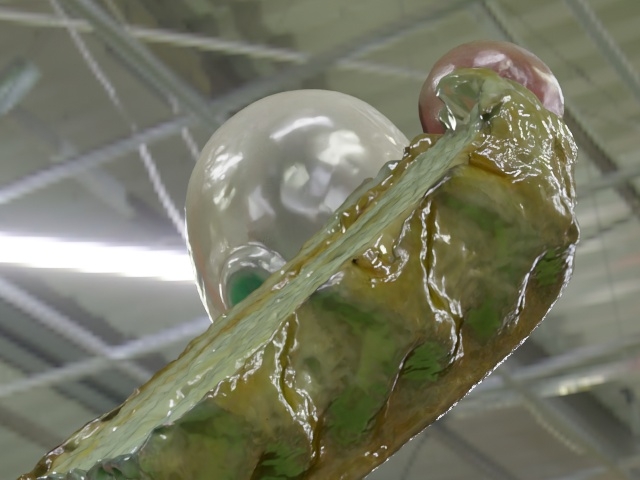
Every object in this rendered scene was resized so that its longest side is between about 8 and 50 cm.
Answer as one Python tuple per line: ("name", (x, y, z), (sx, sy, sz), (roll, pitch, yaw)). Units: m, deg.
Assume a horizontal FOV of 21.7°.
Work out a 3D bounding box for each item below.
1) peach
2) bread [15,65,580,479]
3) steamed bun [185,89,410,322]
("peach", (0.095, -0.072, 0.931), (0.083, 0.083, 0.083), (-4, -31, -2))
("bread", (0.002, 0.035, 0.556), (0.088, 0.232, 0.128), (50, -30, -2))
("steamed bun", (0.000, 0.000, 1.110), (0.177, 0.228, 0.130), (-13, -23, -2))
